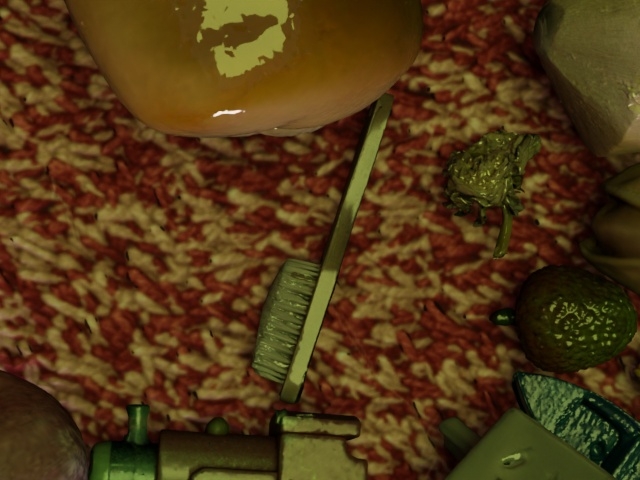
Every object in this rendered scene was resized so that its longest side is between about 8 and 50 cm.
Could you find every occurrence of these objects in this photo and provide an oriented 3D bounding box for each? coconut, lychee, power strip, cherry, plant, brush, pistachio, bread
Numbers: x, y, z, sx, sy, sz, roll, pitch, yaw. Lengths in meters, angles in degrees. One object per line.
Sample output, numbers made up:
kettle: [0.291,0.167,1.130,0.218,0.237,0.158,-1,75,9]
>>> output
coconut: [0.330,-0.203,1.235,0.244,0.239,0.239,-5,90,-10]
lychee: [0.245,0.078,1.270,0.146,0.114,0.114,-2,89,23]
power strip: [0.188,0.261,1.223,0.224,0.139,0.140,34,71,31]
cherry: [-0.322,0.215,1.117,0.212,0.236,0.286,-9,109,-41]
plant: [0.184,-0.048,1.272,0.116,0.104,0.122,-25,99,-20]
brush: [0.000,0.000,1.260,0.065,0.070,0.328,19,84,1]
pistachio: [0.414,0.010,1.269,0.293,0.181,0.162,20,102,-1]
bread: [-0.070,-0.275,1.118,0.253,0.348,0.376,-17,92,30]

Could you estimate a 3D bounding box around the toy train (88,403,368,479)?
toy train: [-0.097,0.272,1.202,0.304,0.150,0.222,4,78,-8]

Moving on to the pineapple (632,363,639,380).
pineapple: [0.461,0.166,1.275,0.250,0.164,0.140,46,44,8]

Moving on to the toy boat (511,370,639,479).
toy boat: [0.304,0.232,1.304,0.299,0.062,0.096,41,83,-7]
